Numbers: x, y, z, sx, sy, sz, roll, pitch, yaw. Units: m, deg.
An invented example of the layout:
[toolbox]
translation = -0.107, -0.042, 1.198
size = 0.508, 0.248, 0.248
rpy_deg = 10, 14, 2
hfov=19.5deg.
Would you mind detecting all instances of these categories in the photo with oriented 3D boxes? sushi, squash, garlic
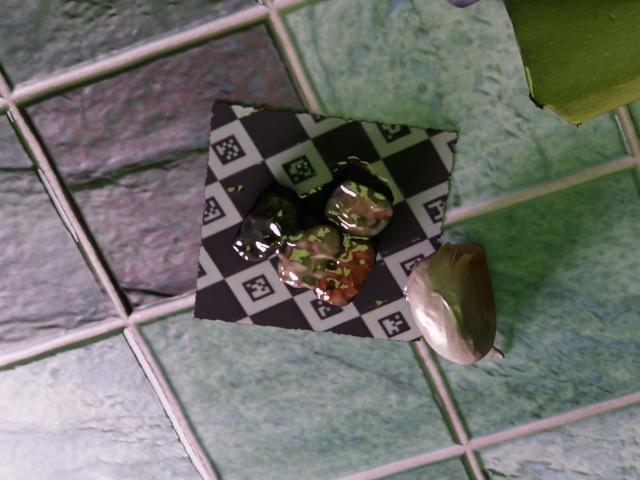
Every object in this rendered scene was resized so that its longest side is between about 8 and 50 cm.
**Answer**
[sushi]
translation = 0.000, 0.000, 1.681
size = 0.220, 0.047, 0.231
rpy_deg = 7, 121, -1
[squash]
translation = 0.293, -0.180, 1.535
size = 0.288, 0.137, 0.137
rpy_deg = -15, 120, -3
[garlic]
translation = 0.129, 0.071, 1.701
size = 0.084, 0.066, 0.152
rpy_deg = -24, 118, -16

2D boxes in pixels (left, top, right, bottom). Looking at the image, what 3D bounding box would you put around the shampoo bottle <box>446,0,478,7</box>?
[shampoo bottle]
translation = 0.165, -0.291, 1.496
size = 0.087, 0.049, 0.233
rpy_deg = 34, 117, -18
